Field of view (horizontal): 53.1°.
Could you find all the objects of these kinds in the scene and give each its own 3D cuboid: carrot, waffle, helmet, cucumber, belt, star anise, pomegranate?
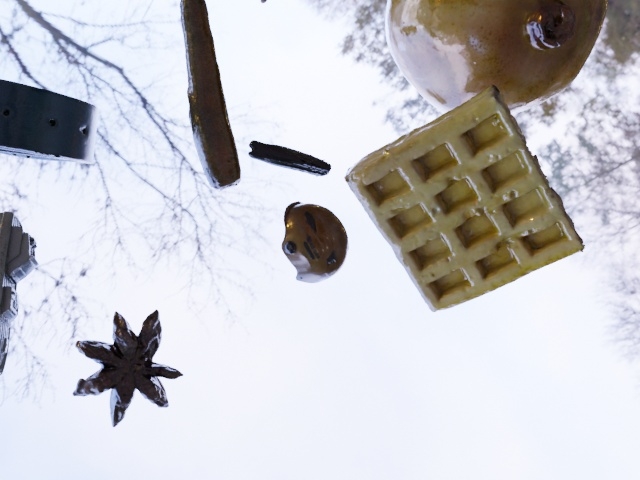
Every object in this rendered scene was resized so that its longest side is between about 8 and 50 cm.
[{"bbox_3d":[-0.186,-0.247,1.025,0.070,0.070,0.342,-8,-95,-42],"label":"carrot"},{"bbox_3d":[0.183,-0.040,0.825,0.248,0.221,0.055,55,-155,-15],"label":"waffle"},{"bbox_3d":[0.000,0.000,1.692,0.198,0.130,0.224,-36,-66,-58],"label":"helmet"},{"bbox_3d":[-0.048,-0.130,1.016,0.134,0.034,0.033,15,-109,-16],"label":"cucumber"},{"bbox_3d":[-0.699,-0.269,1.432,0.436,0.300,0.173,-5,-80,-61],"label":"belt"},{"bbox_3d":[-0.369,0.241,1.202,0.196,0.073,0.212,-22,-82,-19],"label":"star anise"},{"bbox_3d":[0.337,-0.435,1.225,0.416,0.416,0.417,20,-128,-29],"label":"pomegranate"}]

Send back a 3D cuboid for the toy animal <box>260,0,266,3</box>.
[{"bbox_3d":[-0.108,-0.425,1.004,0.091,0.082,0.114,56,-134,-67],"label":"toy animal"}]

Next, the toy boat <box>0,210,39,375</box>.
[{"bbox_3d":[-0.486,0.081,0.985,0.085,0.078,0.261,-1,-114,-9],"label":"toy boat"}]
